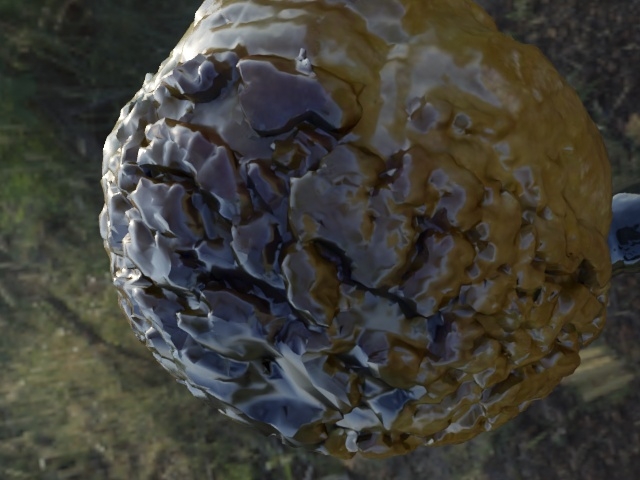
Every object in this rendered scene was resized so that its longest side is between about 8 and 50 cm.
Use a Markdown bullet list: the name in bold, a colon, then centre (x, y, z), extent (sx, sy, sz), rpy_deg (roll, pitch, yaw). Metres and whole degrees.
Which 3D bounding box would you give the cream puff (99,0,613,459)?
- **cream puff**: centre (0.000, 0.000, 0.693), extent (0.343, 0.231, 0.327), rpy_deg (4, 145, 30)

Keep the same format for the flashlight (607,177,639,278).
- **flashlight**: centre (0.151, 0.029, 1.082), extent (0.103, 0.424, 0.103), rpy_deg (-16, -90, -76)
